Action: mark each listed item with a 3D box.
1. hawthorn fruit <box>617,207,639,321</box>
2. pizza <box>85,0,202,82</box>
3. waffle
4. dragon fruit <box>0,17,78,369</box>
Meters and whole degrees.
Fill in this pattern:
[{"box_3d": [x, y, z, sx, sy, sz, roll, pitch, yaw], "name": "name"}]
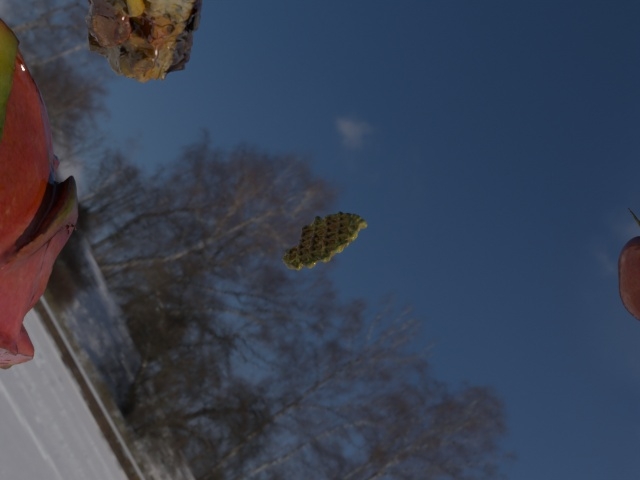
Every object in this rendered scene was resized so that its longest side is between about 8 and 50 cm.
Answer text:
[{"box_3d": [0.425, 0.038, 1.048, 0.125, 0.125, 0.140, 31, -39, 53], "name": "hawthorn fruit"}, {"box_3d": [-0.194, -0.304, 0.881, 0.409, 0.114, 0.278, -115, -153, -47], "name": "pizza"}, {"box_3d": [0.001, 0.001, 0.780, 0.078, 0.085, 0.016, -7, -58, 44], "name": "waffle"}, {"box_3d": [-0.290, -0.004, 0.500, 0.290, 0.290, 0.189, 110, -23, -64], "name": "dragon fruit"}]
